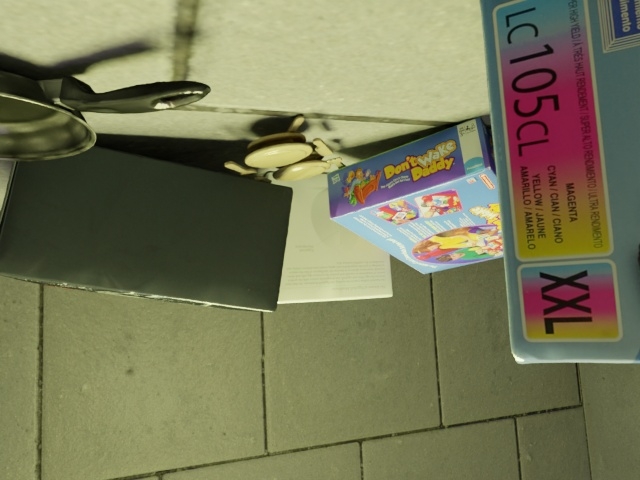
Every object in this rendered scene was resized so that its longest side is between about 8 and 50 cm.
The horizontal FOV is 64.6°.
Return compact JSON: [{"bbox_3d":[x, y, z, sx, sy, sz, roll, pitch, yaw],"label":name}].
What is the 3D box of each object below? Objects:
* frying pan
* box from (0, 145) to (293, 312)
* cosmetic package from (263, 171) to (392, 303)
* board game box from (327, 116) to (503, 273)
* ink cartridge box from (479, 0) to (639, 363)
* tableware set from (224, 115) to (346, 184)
[{"bbox_3d":[-0.274,-0.125,0.445,0.326,0.053,0.197,-11,170,39],"label":"frying pan"},{"bbox_3d":[-0.254,0.001,0.770,0.344,0.178,0.312,10,169,-17],"label":"box"},{"bbox_3d":[0.000,0.000,0.939,0.224,0.224,0.138,-1,173,-19],"label":"cosmetic package"},{"bbox_3d":[0.202,-0.045,0.815,0.234,0.078,0.347,-16,155,29],"label":"board game box"},{"bbox_3d":[0.323,-0.062,0.318,0.396,0.269,0.151,-6,176,25],"label":"ink cartridge box"},{"bbox_3d":[-0.042,-0.118,0.690,0.128,0.039,0.194,-13,175,12],"label":"tableware set"}]
